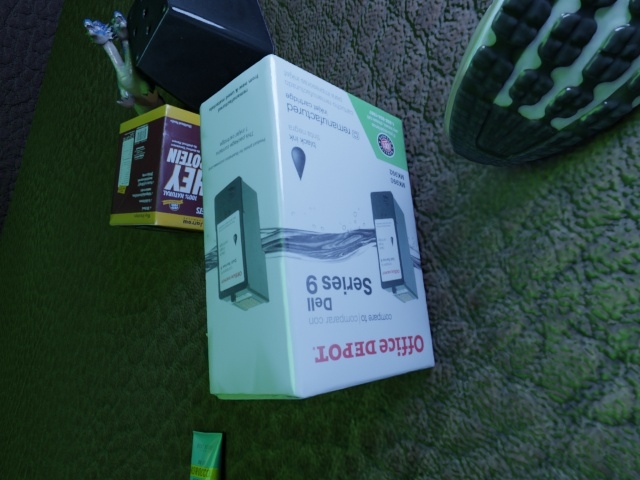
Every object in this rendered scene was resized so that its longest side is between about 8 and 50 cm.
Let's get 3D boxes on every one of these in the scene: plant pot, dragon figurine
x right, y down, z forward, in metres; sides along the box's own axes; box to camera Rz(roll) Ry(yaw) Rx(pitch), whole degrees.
[{"bbox_3d":[-0.218,-0.350,0.751,0.188,0.167,0.187,-37,60,37],"label":"plant pot"},{"bbox_3d":[-0.343,-0.297,0.853,0.085,0.289,0.143,-18,73,-1],"label":"dragon figurine"}]

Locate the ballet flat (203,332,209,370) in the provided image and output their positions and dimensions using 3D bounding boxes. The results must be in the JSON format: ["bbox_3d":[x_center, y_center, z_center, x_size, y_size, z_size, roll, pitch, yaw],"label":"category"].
[{"bbox_3d":[-0.126,0.119,0.666,0.074,0.074,0.203,50,121,37],"label":"ballet flat"}]

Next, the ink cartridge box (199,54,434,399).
[{"bbox_3d":[0.000,0.000,0.456,0.122,0.211,0.288,-16,74,41],"label":"ink cartridge box"}]

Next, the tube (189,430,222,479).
[{"bbox_3d":[-0.185,0.416,0.703,0.080,0.052,0.206,-14,69,33],"label":"tube"}]

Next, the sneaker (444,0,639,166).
[{"bbox_3d":[0.223,-0.254,0.354,0.410,0.158,0.182,-63,17,21],"label":"sneaker"}]

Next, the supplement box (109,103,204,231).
[{"bbox_3d":[-0.270,-0.114,0.796,0.192,0.129,0.193,1,86,45],"label":"supplement box"}]
